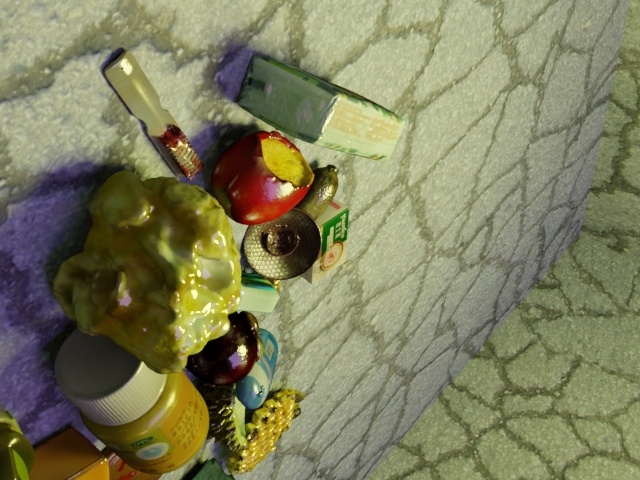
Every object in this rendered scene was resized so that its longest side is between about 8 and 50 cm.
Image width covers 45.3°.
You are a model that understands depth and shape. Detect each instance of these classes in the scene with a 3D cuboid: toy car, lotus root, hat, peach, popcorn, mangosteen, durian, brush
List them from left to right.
[{"bbox_3d":[-0.634,0.448,1.396,0.248,0.198,0.204,-36,145,-30],"label":"toy car"},{"bbox_3d":[-0.307,0.048,1.419,0.334,0.292,0.293,-60,142,-8],"label":"popcorn"},{"bbox_3d":[-0.295,-0.216,1.412,0.060,0.050,0.321,-45,148,-12],"label":"brush"},{"bbox_3d":[-0.219,0.238,1.805,0.230,0.194,0.194,-22,136,-42],"label":"mangosteen"},{"bbox_3d":[-0.232,0.414,2.004,0.198,0.163,0.394,-33,136,-39],"label":"durian"},{"bbox_3d":[-0.113,-0.138,1.608,0.226,0.190,0.196,-34,135,-23],"label":"peach"},{"bbox_3d":[-0.096,-0.005,1.878,0.193,0.082,0.193,-4,112,-10],"label":"hat"},{"bbox_3d":[-0.016,-0.110,1.883,0.080,0.089,0.179,32,96,-19],"label":"lotus root"}]

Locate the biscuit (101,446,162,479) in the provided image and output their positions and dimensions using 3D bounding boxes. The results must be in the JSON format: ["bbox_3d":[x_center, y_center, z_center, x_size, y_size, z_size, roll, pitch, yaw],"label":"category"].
[{"bbox_3d":[-0.462,0.560,1.910,0.273,0.049,0.257,-40,147,-24],"label":"biscuit"}]

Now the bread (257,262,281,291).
[{"bbox_3d":[-0.131,0.097,1.938,0.066,0.060,0.110,-20,138,-28],"label":"bread"}]

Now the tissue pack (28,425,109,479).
[{"bbox_3d":[-0.596,0.547,1.604,0.274,0.145,0.194,-28,141,-41],"label":"tissue pack"}]

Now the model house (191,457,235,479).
[{"bbox_3d":[-0.341,0.838,2.175,0.329,0.251,0.295,-38,146,-19],"label":"model house"}]

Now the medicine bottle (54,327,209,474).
[{"bbox_3d":[-0.389,0.330,1.614,0.224,0.224,0.384,-45,149,-20],"label":"medicine bottle"}]

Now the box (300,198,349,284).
[{"bbox_3d":[0.000,0.000,2.018,0.135,0.081,0.199,-34,145,-34],"label":"box"}]

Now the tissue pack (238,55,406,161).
[{"bbox_3d":[0.009,-0.273,1.621,0.311,0.228,0.128,2,116,-57],"label":"tissue pack"}]

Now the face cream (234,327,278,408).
[{"bbox_3d":[-0.163,0.332,1.952,0.264,0.083,0.149,-78,159,-69],"label":"face cream"}]

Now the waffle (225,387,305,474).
[{"bbox_3d":[-0.162,0.569,2.303,0.329,0.062,0.329,-48,159,-25],"label":"waffle"}]

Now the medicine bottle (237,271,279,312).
[{"bbox_3d":[-0.204,0.115,1.783,0.229,0.121,0.083,16,105,-59],"label":"medicine bottle"}]
